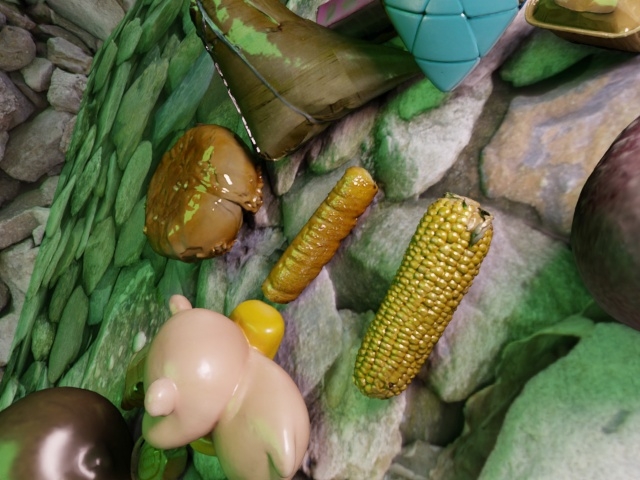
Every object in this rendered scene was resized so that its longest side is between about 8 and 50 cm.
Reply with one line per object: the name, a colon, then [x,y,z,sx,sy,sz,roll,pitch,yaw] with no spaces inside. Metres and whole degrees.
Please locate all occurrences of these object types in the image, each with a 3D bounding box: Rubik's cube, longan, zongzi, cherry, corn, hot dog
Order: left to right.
longan: [-0.542,0.486,1.044,0.361,0.361,0.361,-25,54,39]
zongzi: [-0.035,-0.377,0.932,0.393,0.356,0.174,-23,12,36]
hot dog: [-0.001,0.000,0.879,0.068,0.083,0.289,47,109,29]
corn: [0.135,0.079,0.667,0.106,0.106,0.293,34,102,51]
Rubik's cube: [0.215,-0.335,0.721,0.254,0.254,0.254,-25,54,39]
cherry: [0.329,-0.016,0.427,0.213,0.183,0.266,-11,47,36]

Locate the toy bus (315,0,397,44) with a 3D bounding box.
toy bus: [0.109,-0.435,0.950,0.274,0.112,0.090,-7,73,47]

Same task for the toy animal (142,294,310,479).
toy animal: [-0.190,0.262,0.820,0.277,0.247,0.345,-48,42,24]

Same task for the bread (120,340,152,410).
bread: [-0.372,0.295,1.144,0.225,0.081,0.134,-36,42,35]

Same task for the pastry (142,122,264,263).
pastry: [-0.248,-0.096,1.119,0.284,0.184,0.315,5,74,43]

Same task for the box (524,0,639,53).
box: [0.340,-0.293,0.615,0.111,0.111,0.177,-58,40,10]

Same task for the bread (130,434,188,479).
bread: [-0.324,0.439,1.029,0.156,0.064,0.117,-34,53,32]
